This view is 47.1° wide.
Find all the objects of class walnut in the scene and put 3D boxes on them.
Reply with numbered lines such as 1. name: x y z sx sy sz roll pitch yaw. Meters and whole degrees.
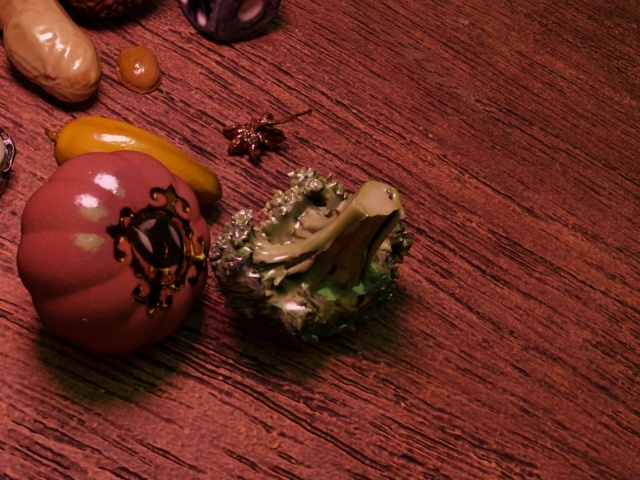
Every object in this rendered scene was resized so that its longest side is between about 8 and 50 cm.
1. walnut: -0.363 -0.355 1.480 0.091 0.052 0.121 -4 59 -27

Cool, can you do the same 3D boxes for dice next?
1. dice: -0.201 -0.562 1.612 0.181 0.182 0.183 -23 67 -34

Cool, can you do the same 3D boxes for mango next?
1. mango: -0.313 -0.129 1.256 0.317 0.176 0.119 18 75 -19

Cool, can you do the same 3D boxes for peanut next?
1. peanut: -0.533 -0.390 1.386 0.148 0.147 0.319 -28 71 -35

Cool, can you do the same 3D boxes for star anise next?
1. star anise: -0.102 -0.220 1.462 0.191 0.070 0.097 -26 56 -21

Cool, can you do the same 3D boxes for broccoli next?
1. broccoli: -0.013 -0.003 1.198 0.375 0.301 0.249 0 35 -34

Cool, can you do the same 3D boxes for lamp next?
1. lamp: -0.313 0.016 1.099 0.305 0.240 0.305 12 75 -55

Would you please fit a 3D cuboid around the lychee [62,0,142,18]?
1. lychee: -0.441 -0.583 1.512 0.236 0.236 0.271 21 75 -5

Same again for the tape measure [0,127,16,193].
1. tape measure: -0.628 -0.155 1.190 0.235 0.115 0.207 44 54 14
